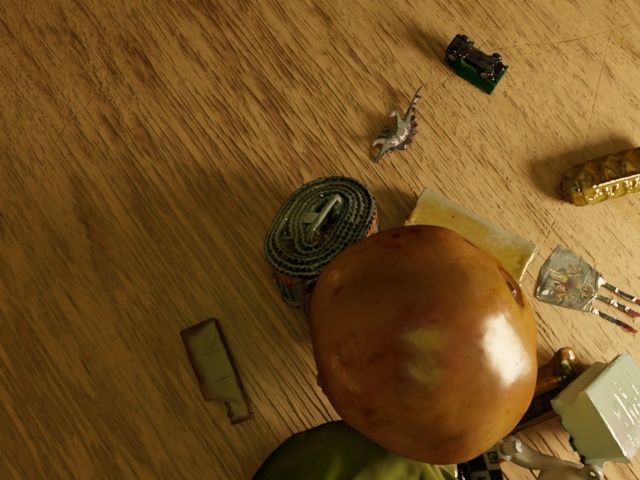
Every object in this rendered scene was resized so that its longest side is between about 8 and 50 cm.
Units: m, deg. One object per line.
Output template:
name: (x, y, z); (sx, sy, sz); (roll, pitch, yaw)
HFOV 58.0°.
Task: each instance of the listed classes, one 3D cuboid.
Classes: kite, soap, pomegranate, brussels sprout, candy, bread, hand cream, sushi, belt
kite: (0.609, 0.118, 1.296); (0.245, 0.015, 0.141); (28, 81, 6)
soap: (0.577, 0.330, 1.144); (0.262, 0.094, 0.150); (-15, 77, -45)
pomegranate: (0.155, 0.170, 0.994); (0.412, 0.411, 0.411); (0, 78, -1)
brussels sprout: (0.032, 0.528, 1.022); (0.361, 0.342, 0.425); (17, 74, -4)
candy: (0.448, 0.324, 1.207); (0.272, 0.101, 0.143); (-17, 87, -11)
bread: (0.679, -0.149, 1.319); (0.270, 0.098, 0.087); (-16, 37, -4)
hand cream: (0.309, 0.432, 1.138); (0.038, 0.216, 0.052); (16, 53, -28)
bread: (-0.218, 0.281, 1.224); (0.088, 0.049, 0.226); (-21, 80, -6)
sushi: (0.266, 0.474, 1.122); (0.051, 0.192, 0.215); (-3, 75, -39)
soap: (0.288, 0.053, 1.245); (0.281, 0.143, 0.259); (28, 79, 10)
belt: (0.000, 0.000, 1.190); (0.207, 0.160, 0.295); (24, 61, 27)

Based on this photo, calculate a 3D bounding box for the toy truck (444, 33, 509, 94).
toy truck: (0.368, -0.423, 1.376); (0.147, 0.079, 0.065); (34, 80, 5)

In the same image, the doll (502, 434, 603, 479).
doll: (0.493, 0.525, 1.088); (0.311, 0.160, 0.242); (11, 92, 38)

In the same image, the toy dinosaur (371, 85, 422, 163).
toy dinosaur: (0.191, -0.267, 1.356); (0.082, 0.039, 0.208); (29, 89, 2)
